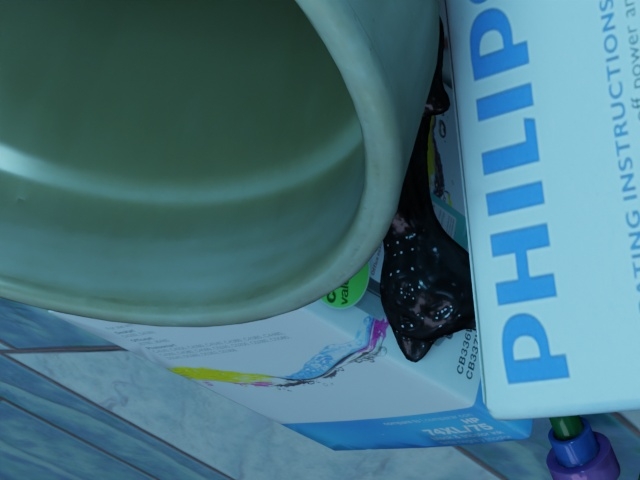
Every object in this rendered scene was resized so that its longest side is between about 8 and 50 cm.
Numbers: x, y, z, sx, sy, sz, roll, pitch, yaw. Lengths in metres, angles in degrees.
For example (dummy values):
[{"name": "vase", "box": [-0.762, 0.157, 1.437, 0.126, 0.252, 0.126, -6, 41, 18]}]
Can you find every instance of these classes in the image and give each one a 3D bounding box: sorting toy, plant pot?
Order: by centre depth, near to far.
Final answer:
[{"name": "plant pot", "box": [-0.086, -0.169, 0.562, 0.323, 0.280, 0.323, 17, 151, 9]}, {"name": "sorting toy", "box": [0.355, 0.176, 1.428, 0.365, 0.127, 0.126, -3, 123, 40]}]

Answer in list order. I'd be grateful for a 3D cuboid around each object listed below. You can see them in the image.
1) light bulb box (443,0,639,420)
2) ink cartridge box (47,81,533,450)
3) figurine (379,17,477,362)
[{"name": "light bulb box", "box": [0.291, -0.064, 0.555, 0.358, 0.225, 0.361, 2, 170, -42]}, {"name": "ink cartridge box", "box": [0.000, 0.000, 1.048, 0.270, 0.198, 0.197, 30, 153, -36]}, {"name": "figurine", "box": [0.103, -0.040, 0.871, 0.215, 0.092, 0.209, -11, 104, 33]}]
